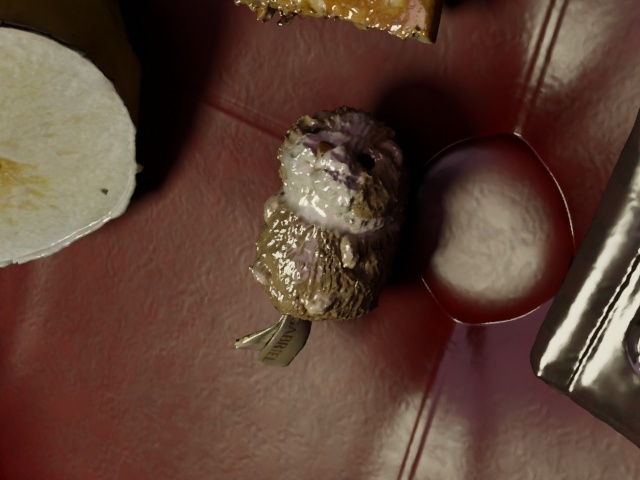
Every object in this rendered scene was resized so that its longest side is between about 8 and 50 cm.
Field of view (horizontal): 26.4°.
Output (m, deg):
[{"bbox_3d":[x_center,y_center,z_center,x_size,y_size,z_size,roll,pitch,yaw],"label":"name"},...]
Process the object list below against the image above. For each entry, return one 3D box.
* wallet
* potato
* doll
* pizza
[{"bbox_3d":[0.250,0.041,0.920,0.182,0.049,0.229,33,118,24],"label":"wallet"},{"bbox_3d":[-0.277,-0.132,1.183,0.299,0.246,0.196,121,152,-42],"label":"potato"},{"bbox_3d":[0.005,0.005,1.049,0.105,0.115,0.221,21,109,21],"label":"doll"},{"bbox_3d":[0.014,-0.230,1.037,0.193,0.053,0.201,-10,87,37],"label":"pizza"}]
